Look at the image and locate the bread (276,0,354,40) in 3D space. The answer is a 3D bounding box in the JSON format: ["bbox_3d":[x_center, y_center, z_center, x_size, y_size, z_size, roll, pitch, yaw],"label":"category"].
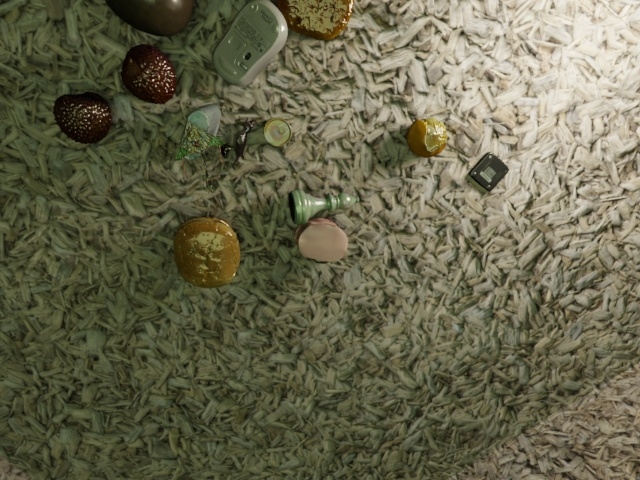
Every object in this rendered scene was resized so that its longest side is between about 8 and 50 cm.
[{"bbox_3d":[-0.015,-0.796,1.546,0.254,0.142,0.227,21,115,-14],"label":"bread"}]

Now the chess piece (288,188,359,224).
[{"bbox_3d":[0.020,-0.145,1.810,0.272,0.139,0.139,-9,111,-13],"label":"chess piece"}]

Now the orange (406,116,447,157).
[{"bbox_3d":[0.401,-0.382,1.735,0.157,0.134,0.156,-3,124,-4],"label":"orange"}]

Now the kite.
[{"bbox_3d":[-0.389,-0.274,1.537,0.198,0.006,0.244,-14,111,4],"label":"kite"}]

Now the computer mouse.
[{"bbox_3d":[-0.234,-0.663,1.576,0.184,0.121,0.297,42,111,-1],"label":"computer mouse"}]

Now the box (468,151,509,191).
[{"bbox_3d":[0.672,-0.274,1.849,0.126,0.027,0.125,36,104,-16],"label":"box"}]

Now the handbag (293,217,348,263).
[{"bbox_3d":[0.000,-0.001,1.853,0.205,0.116,0.179,11,109,-9],"label":"handbag"}]

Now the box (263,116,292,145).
[{"bbox_3d":[-0.159,-0.405,1.732,0.106,0.037,0.105,-2,110,-4],"label":"box"}]

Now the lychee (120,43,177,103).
[{"bbox_3d":[-0.572,-0.557,1.575,0.188,0.188,0.188,-1,110,-4],"label":"lychee"}]

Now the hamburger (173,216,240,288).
[{"bbox_3d":[-0.446,0.053,1.827,0.260,0.144,0.283,-7,116,-5],"label":"hamburger"}]

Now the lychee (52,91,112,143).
[{"bbox_3d":[-0.820,-0.423,1.607,0.188,0.188,0.188,-1,110,-4],"label":"lychee"}]

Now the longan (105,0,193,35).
[{"bbox_3d":[-0.528,-0.794,1.453,0.300,0.243,0.300,-8,116,-16],"label":"longan"}]

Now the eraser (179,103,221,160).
[{"bbox_3d":[-0.414,-0.383,1.620,0.081,0.227,0.174,18,109,-7],"label":"eraser"}]

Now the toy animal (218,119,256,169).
[{"bbox_3d":[-0.305,-0.367,1.732,0.105,0.070,0.202,30,103,-28],"label":"toy animal"}]
